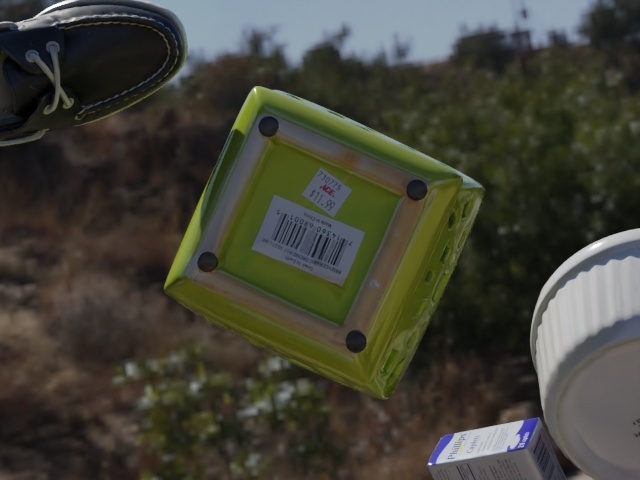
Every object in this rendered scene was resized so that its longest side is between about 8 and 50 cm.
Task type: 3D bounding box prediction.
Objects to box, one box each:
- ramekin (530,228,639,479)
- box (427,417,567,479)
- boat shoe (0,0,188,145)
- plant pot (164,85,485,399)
[{"bbox_3d":[0.330,0.129,1.536,0.273,0.273,0.127,-10,33,19],"label":"ramekin"},{"bbox_3d":[0.221,0.295,1.982,0.137,0.126,0.072,-14,22,28],"label":"box"},{"bbox_3d":[-0.260,-0.131,1.375,0.303,0.114,0.091,-16,19,-1],"label":"boat shoe"},{"bbox_3d":[0.000,0.000,1.415,0.228,0.227,0.207,25,0,7],"label":"plant pot"}]
